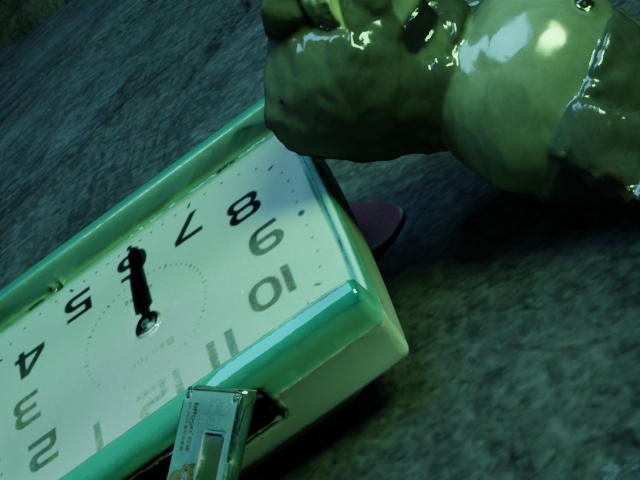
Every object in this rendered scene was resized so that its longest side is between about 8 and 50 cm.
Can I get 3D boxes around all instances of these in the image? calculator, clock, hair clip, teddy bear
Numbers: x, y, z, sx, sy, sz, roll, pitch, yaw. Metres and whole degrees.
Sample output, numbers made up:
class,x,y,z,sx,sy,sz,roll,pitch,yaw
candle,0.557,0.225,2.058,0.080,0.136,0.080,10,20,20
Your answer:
class,x,y,z,sx,sy,sz,roll,pitch,yaw
calculator,-0.066,0.155,0.676,0.057,0.018,0.172,-2,72,49
clock,-0.080,0.068,0.835,0.262,0.116,0.231,-36,36,9
hair clip,0.000,-0.001,0.964,0.137,0.022,0.054,-11,33,49
teddy bear,0.095,-0.101,0.793,0.171,0.251,0.144,-48,-31,-87
